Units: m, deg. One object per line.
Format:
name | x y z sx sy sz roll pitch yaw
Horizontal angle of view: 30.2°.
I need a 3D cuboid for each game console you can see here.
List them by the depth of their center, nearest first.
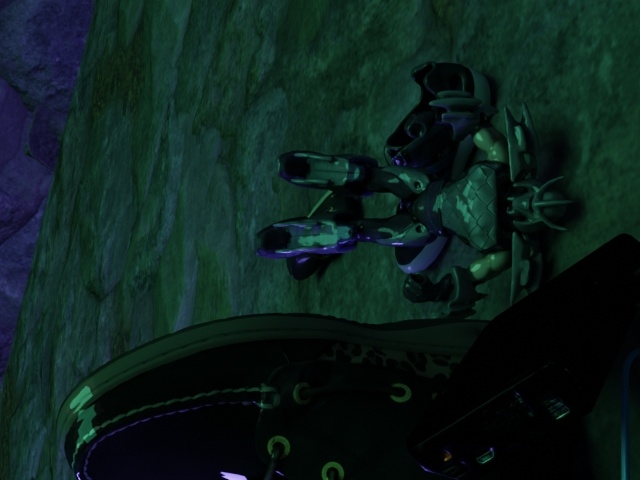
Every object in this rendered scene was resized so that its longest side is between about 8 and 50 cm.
game console | 0.210 0.014 0.700 0.361 0.044 0.213 -38 1 31

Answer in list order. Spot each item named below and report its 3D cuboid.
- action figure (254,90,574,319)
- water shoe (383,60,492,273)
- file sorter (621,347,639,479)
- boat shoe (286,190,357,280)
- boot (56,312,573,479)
action figure | 0.083 -0.027 0.995 0.285 0.099 0.185 1 84 39
water shoe | 0.090 -0.070 1.108 0.073 0.080 0.203 -135 59 -63
file sorter | 0.253 0.104 0.635 0.170 0.104 0.118 152 126 -61
boat shoe | -0.002 -0.001 1.325 0.133 0.049 0.042 -55 25 35
boot | 0.027 0.197 0.799 0.138 0.377 0.284 112 150 -43
